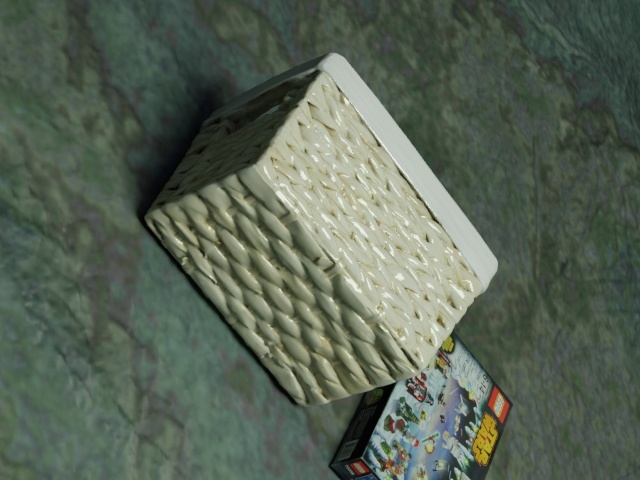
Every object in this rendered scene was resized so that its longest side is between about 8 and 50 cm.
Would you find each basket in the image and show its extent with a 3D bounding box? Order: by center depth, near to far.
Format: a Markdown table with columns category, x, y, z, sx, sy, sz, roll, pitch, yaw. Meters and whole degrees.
| category | x | y | z | sx | sy | sz | roll | pitch | yaw |
| --- | --- | --- | --- | --- | --- | --- | --- | --- | --- |
| basket | 0.000 | 0.000 | 0.850 | 0.167 | 0.113 | 0.103 | 51 | 44 | -18 |

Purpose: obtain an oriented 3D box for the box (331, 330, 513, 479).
| category | x | y | z | sx | sy | sz | roll | pitch | yaw |
| --- | --- | --- | --- | --- | --- | --- | --- | --- | --- |
| box | 0.066 | 0.119 | 0.933 | 0.094 | 0.027 | 0.137 | 50 | 42 | -21 |
